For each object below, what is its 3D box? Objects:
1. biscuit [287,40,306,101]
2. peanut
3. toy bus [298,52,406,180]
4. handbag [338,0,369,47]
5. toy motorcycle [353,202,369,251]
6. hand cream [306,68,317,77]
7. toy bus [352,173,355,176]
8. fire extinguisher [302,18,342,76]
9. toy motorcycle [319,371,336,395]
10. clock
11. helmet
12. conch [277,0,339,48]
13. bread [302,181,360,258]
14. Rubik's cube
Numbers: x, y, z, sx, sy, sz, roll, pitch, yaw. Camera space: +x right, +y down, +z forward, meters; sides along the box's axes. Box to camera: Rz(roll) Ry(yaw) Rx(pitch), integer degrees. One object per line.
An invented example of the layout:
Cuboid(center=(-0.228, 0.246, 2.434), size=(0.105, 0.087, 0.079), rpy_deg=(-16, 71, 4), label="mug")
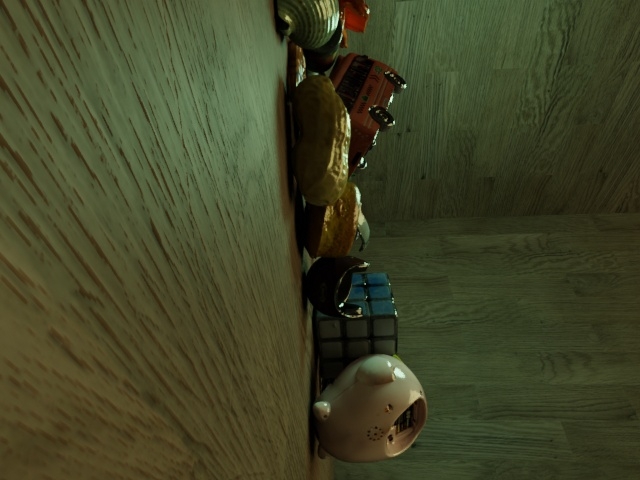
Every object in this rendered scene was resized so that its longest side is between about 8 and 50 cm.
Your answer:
Cuboid(center=(-0.060, -0.442, 1.099), size=(0.280, 0.043, 0.183), rpy_deg=(-82, 174, -50), label="biscuit")
Cuboid(center=(-0.001, -0.236, 0.992), size=(0.147, 0.146, 0.306), rpy_deg=(-72, 166, -78), label="peanut")
Cuboid(center=(0.094, -0.391, 1.246), size=(0.203, 0.232, 0.427), rpy_deg=(-57, -171, 46), label="toy bus")
Cuboid(center=(0.034, -0.794, 1.316), size=(0.304, 0.116, 0.410), rpy_deg=(57, 13, -13), label="handbag")
Cuboid(center=(0.057, -0.059, 1.503), size=(0.241, 0.181, 0.319), rpy_deg=(60, -9, 26), label="toy motorcycle")
Cuboid(center=(-0.032, -0.596, 1.513), size=(0.174, 0.047, 0.076), rpy_deg=(97, -5, -53), label="hand cream")
Cuboid(center=(0.067, -0.422, 1.856), size=(0.199, 0.183, 0.344), rpy_deg=(92, 0, -60), label="toy bus")
Cuboid(center=(-0.004, -0.616, 1.248), size=(0.376, 0.113, 0.201), rpy_deg=(-100, -173, -80), label="fire extinguisher")
Cuboid(center=(0.047, 0.617, 1.706), size=(0.159, 0.105, 0.271), rpy_deg=(77, 23, -53), label="toy motorcycle")
Cuboid(center=(0.162, 0.578, 1.373), size=(0.250, 0.376, 0.369), rpy_deg=(40, -39, 52), label="clock")
Cuboid(center=(0.050, 0.136, 1.261), size=(0.216, 0.192, 0.190), rpy_deg=(-34, 129, -76), label="helmet")
Cuboid(center=(-0.025, -0.509, 0.904), size=(0.200, 0.131, 0.173), rpy_deg=(-88, 175, -51), label="conch")
Cuboid(center=(0.023, -0.062, 1.185), size=(0.268, 0.145, 0.269), rpy_deg=(-171, -90, -82), label="bread")
Cuboid(center=(0.135, 0.329, 1.625), size=(0.301, 0.304, 0.304), rpy_deg=(-87, 172, -62), label="Rubik's cube")
